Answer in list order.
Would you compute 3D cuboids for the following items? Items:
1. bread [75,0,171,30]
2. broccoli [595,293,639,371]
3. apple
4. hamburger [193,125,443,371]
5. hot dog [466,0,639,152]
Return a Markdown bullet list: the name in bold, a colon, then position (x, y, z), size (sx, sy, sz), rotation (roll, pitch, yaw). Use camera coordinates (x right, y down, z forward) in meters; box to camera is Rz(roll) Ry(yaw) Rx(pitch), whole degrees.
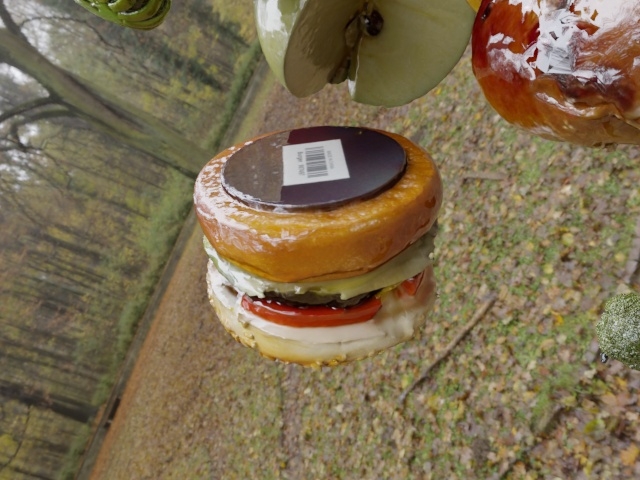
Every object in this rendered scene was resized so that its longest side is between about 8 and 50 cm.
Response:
- **bread**: position (-0.230, -0.281, 0.578), size (0.071, 0.139, 0.130), rotation (-64, -14, 1)
- **broccoli**: position (0.519, 0.147, 0.867), size (0.130, 0.131, 0.120), rotation (-9, 9, 35)
- **apple**: position (0.050, -0.337, 0.746), size (0.257, 0.296, 0.233), rotation (111, 150, -65)
- **hamburger**: position (0.000, 0.000, 0.720), size (0.329, 0.331, 0.249), rotation (-94, -3, -58)
- **hot dog**: position (0.227, -0.241, 0.313), size (0.365, 0.196, 0.366), rotation (141, 137, -59)
